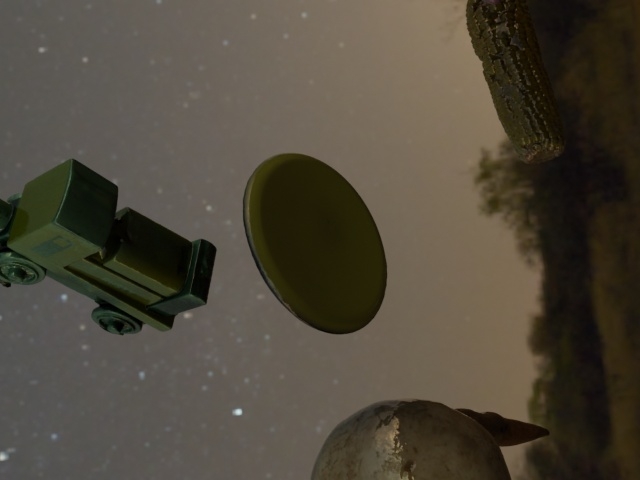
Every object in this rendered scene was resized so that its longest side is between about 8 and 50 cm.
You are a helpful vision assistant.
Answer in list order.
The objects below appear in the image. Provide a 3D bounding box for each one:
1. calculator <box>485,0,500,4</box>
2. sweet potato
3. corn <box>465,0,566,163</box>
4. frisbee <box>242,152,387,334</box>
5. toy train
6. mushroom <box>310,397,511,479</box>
[{"bbox_3d":[0.189,-0.448,1.386,0.194,0.043,0.294,121,140,-60],"label":"calculator"},{"bbox_3d":[0.253,0.295,1.790,0.281,0.067,0.059,10,-132,-48],"label":"sweet potato"},{"bbox_3d":[0.278,-0.250,1.643,0.097,0.097,0.320,59,-163,-61],"label":"corn"},{"bbox_3d":[0.000,0.000,1.383,0.236,0.017,0.236,25,-128,-36],"label":"frisbee"},{"bbox_3d":[-0.110,0.006,0.575,0.122,0.081,0.050,32,-129,-35],"label":"toy train"},{"bbox_3d":[0.110,0.280,1.419,0.195,0.253,0.189,-66,-30,-67],"label":"mushroom"}]
